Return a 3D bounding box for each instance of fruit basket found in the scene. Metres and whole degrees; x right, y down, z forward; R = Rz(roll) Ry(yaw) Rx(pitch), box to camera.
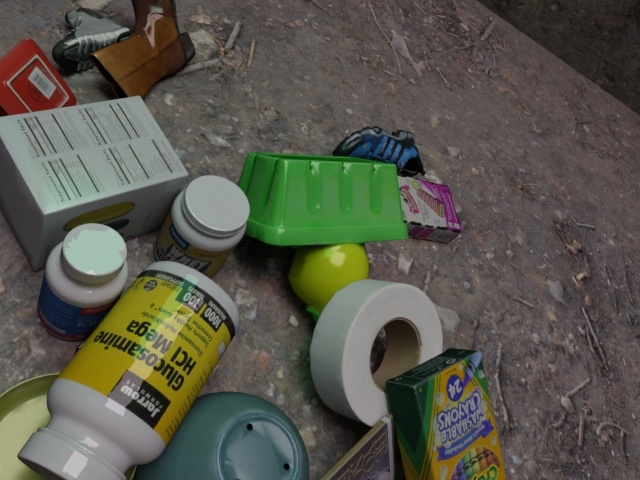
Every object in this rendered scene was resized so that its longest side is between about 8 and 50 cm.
[{"bbox_3d":[0.000,0.000,1.219,0.392,0.283,0.392,-10,108,-31],"label":"fruit basket"}]

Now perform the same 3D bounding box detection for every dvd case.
[{"bbox_3d":[0.067,0.438,0.996,0.018,0.164,0.221,15,31,39],"label":"dvd case"}]

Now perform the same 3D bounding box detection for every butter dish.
[{"bbox_3d":[-0.596,-0.288,1.098,0.160,0.118,0.160,63,34,-41],"label":"butter dish"}]

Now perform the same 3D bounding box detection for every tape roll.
[{"bbox_3d":[0.118,0.221,1.105,0.286,0.100,0.286,-1,92,-40],"label":"tape roll"}]

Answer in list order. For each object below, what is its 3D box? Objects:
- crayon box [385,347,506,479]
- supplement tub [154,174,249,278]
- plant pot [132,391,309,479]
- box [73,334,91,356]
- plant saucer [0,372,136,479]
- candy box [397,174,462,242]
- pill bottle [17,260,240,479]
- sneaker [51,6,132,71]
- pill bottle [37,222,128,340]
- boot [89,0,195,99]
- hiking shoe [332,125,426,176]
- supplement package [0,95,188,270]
[{"bbox_3d":[0.254,0.398,1.082,0.203,0.083,0.323,-15,95,-38],"label":"crayon box"},{"bbox_3d":[-0.230,-0.019,1.075,0.144,0.199,0.144,16,53,-22],"label":"supplement tub"},{"bbox_3d":[-0.133,0.364,0.877,0.290,0.195,0.290,16,52,-22],"label":"plant pot"},{"bbox_3d":[-0.365,0.198,0.943,0.083,0.052,0.062,45,48,3],"label":"box"},{"bbox_3d":[-0.403,0.324,0.845,0.241,0.037,0.241,16,52,-21],"label":"plant saucer"},{"bbox_3d":[0.261,-0.089,1.514,0.233,0.071,0.159,7,57,-27],"label":"candy box"},{"bbox_3d":[-0.277,0.208,0.836,0.188,0.188,0.334,34,53,-7],"label":"pill bottle"},{"bbox_3d":[-0.555,-0.469,1.272,0.132,0.086,0.228,38,37,3],"label":"sneaker"},{"bbox_3d":[-0.386,0.068,0.905,0.124,0.221,0.124,16,53,-22],"label":"pill bottle"},{"bbox_3d":[-0.440,-0.474,1.278,0.280,0.096,0.264,-58,140,-41],"label":"boot"},{"bbox_3d":[0.173,-0.234,1.530,0.304,0.113,0.132,-11,65,-36],"label":"hiking shoe"},{"bbox_3d":[-0.426,-0.109,1.016,0.263,0.199,0.198,-24,75,-40],"label":"supplement package"}]
